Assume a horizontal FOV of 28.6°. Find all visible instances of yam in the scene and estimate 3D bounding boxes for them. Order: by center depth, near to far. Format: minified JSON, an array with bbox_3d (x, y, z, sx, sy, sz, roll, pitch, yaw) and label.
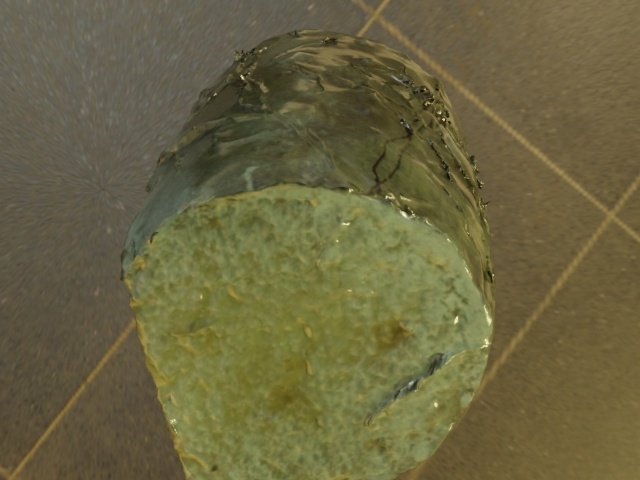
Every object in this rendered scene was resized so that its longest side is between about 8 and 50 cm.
[{"bbox_3d":[0.004,-0.003,0.748,0.201,0.271,0.202,-11,117,3],"label":"yam"}]
